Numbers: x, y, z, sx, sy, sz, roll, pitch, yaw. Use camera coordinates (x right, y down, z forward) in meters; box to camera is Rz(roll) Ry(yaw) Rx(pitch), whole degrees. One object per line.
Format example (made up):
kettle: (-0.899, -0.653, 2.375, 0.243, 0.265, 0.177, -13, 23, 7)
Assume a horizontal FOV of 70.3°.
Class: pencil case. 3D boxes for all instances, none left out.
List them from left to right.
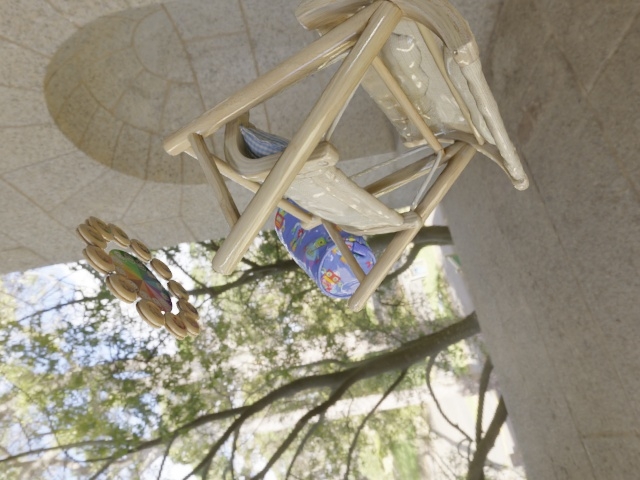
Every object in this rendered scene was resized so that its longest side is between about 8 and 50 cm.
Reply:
pencil case: (0.000, 0.000, 0.946, 0.133, 0.119, 0.306, -63, 30, 11)

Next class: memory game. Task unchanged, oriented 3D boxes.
memory game: (-0.205, 0.042, 0.529, 0.186, 0.012, 0.186, 49, 178, 2)

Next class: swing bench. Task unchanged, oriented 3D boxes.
swing bench: (0.040, -0.078, 0.451, 0.253, 0.255, 0.165, 29, -154, -55)
